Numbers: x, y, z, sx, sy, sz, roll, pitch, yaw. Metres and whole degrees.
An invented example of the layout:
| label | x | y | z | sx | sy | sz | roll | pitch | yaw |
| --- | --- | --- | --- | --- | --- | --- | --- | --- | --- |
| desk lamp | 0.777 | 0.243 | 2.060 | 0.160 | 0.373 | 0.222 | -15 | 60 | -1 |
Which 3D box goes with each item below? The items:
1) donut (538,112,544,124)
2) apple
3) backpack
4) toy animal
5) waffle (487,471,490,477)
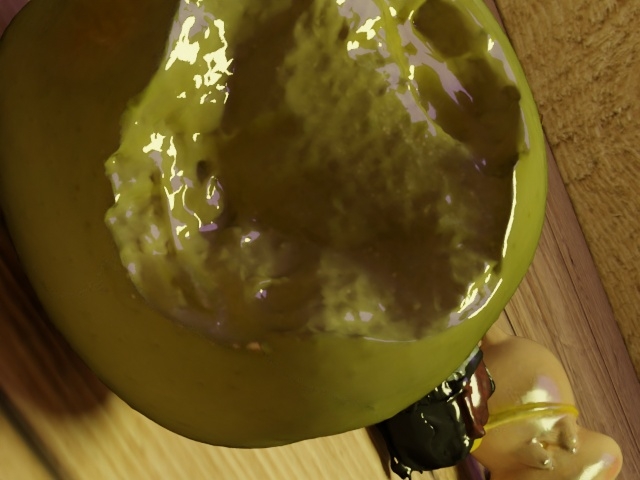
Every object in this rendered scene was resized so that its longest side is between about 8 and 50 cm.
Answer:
| label | x | y | z | sx | sy | sz | roll | pitch | yaw |
| --- | --- | --- | --- | --- | --- | --- | --- | --- | --- |
| donut | 0.114 | -0.005 | 1.378 | 0.295 | 0.151 | 0.112 | -63 | 154 | -42 |
| apple | -0.024 | -0.039 | 0.702 | 0.279 | 0.279 | 0.279 | -17 | 90 | -74 |
| backpack | 0.086 | 0.107 | 1.192 | 0.120 | 0.106 | 0.165 | -70 | 144 | -58 |
| toy animal | 0.207 | 0.203 | 1.433 | 0.149 | 0.165 | 0.248 | -164 | -130 | -84 |
| waffle | 0.248 | 0.360 | 1.579 | 0.219 | 0.057 | 0.229 | 33 | 43 | -66 |
